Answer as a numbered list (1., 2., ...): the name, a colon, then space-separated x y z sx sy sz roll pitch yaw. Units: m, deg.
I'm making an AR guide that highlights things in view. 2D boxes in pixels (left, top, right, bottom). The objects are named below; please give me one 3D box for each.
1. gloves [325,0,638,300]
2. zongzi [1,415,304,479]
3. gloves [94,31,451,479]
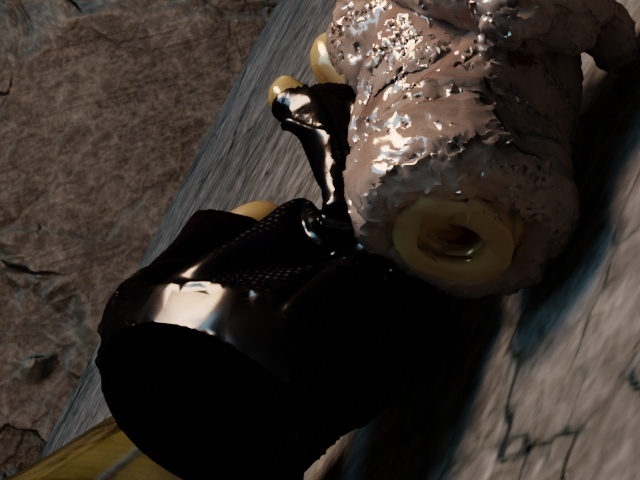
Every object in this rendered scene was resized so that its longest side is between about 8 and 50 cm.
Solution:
1. gloves: 0.051 -0.052 0.585 0.094 0.110 0.144 -43 48 43
2. zongzi: -0.145 0.133 0.669 0.228 0.256 0.115 -69 -14 -51
3. gloves: 0.000 0.000 0.669 0.164 0.124 0.203 -22 16 50
